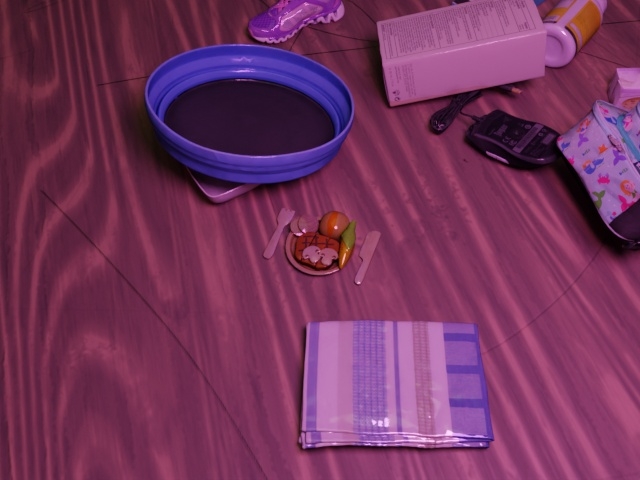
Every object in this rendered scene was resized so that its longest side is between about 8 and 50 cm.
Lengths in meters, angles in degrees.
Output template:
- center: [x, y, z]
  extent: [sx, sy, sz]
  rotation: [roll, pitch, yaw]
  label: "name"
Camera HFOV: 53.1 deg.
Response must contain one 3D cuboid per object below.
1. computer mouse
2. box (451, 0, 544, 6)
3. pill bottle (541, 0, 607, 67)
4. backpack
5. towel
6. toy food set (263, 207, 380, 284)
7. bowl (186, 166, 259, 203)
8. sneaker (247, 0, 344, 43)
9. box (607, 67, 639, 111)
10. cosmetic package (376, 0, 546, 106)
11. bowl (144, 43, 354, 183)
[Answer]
- center: [0.363, -0.226, 1.248]
  extent: [0.262, 0.060, 0.184]
  rotation: [26, 62, 29]
  label: "computer mouse"
- center: [0.415, -0.546, 1.449]
  extent: [0.244, 0.060, 0.100]
  rotation: [-36, 61, -18]
  label: "box"
- center: [0.530, -0.457, 1.358]
  extent: [0.103, 0.103, 0.184]
  rotation: [34, 65, 23]
  label: "pill bottle"
- center: [0.535, -0.128, 1.080]
  extent: [0.225, 0.191, 0.253]
  rotation: [6, 43, -34]
  label: "backpack"
- center: [0.111, 0.218, 0.985]
  extent: [0.285, 0.034, 0.209]
  rotation: [0, 55, 1]
  label: "towel"
- center: [0.000, 0.000, 1.130]
  extent: [0.192, 0.038, 0.132]
  rotation: [14, 59, 13]
  label: "toy food set"
- center: [-0.175, -0.137, 1.224]
  extent: [0.142, 0.053, 0.142]
  rotation: [-29, 60, -14]
  label: "bowl"
- center: [-0.059, -0.529, 1.443]
  extent: [0.237, 0.104, 0.095]
  rotation: [-25, 60, -11]
  label: "sneaker"
- center: [0.743, -0.298, 1.263]
  extent: [0.324, 0.067, 0.063]
  rotation: [1, 58, 3]
  label: "box"
- center: [0.276, -0.386, 1.286]
  extent: [0.310, 0.113, 0.160]
  rotation: [-8, 50, 9]
  label: "cosmetic package"
- center: [-0.132, -0.248, 1.226]
  extent: [0.392, 0.077, 0.391]
  rotation: [5, 44, -5]
  label: "bowl"
